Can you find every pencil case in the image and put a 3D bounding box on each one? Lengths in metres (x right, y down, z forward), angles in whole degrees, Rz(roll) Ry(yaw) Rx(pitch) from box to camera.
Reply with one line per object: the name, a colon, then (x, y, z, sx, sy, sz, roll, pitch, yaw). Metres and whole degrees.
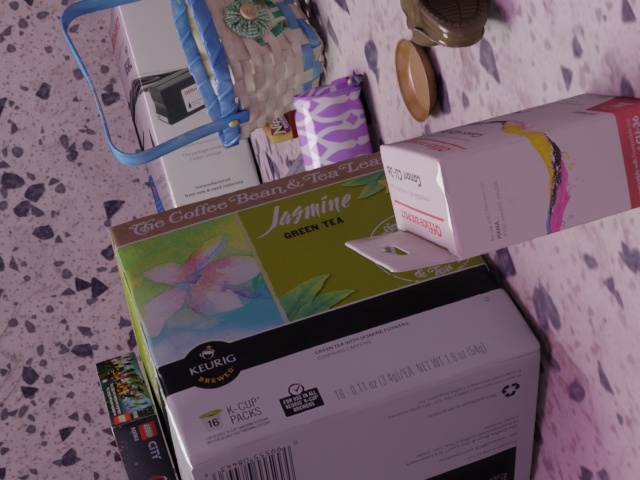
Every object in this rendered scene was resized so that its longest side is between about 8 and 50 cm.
pencil case: (0.026, -0.086, 1.352, 0.088, 0.086, 0.206, -42, -56, -66)

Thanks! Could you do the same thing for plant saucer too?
plant saucer: (0.094, -0.156, 1.127, 0.083, 0.015, 0.083, 164, 90, -76)

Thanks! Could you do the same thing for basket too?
basket: (-0.160, -0.239, 1.471, 0.201, 0.289, 0.255, 83, 162, -64)

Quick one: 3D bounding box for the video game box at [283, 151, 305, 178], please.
video game box: (0.000, 0.000, 1.482, 0.187, 0.048, 0.205, -60, -40, -69)

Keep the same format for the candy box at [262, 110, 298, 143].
candy box: (-0.081, -0.232, 1.686, 0.186, 0.053, 0.109, -124, 22, -50)

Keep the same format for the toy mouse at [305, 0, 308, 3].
toy mouse: (-0.036, -0.379, 1.347, 0.161, 0.031, 0.143, 78, 169, -63)

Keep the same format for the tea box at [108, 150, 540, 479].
tea box: (-0.003, 0.115, 1.157, 0.323, 0.329, 0.220, -120, 18, -45)

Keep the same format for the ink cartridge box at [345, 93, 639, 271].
ink cartridge box: (0.116, -0.041, 0.765, 0.115, 0.198, 0.067, -152, 48, -72)

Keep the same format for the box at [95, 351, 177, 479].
box: (-0.164, 0.246, 1.163, 0.159, 0.044, 0.233, -134, 29, -68)

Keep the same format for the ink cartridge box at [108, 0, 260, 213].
ink cartridge box: (-0.257, -0.248, 2.146, 0.285, 0.166, 0.395, 164, 91, -77)

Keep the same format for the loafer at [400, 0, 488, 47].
loafer: (0.104, -0.185, 0.977, 0.148, 0.056, 0.050, -109, 8, -62)
